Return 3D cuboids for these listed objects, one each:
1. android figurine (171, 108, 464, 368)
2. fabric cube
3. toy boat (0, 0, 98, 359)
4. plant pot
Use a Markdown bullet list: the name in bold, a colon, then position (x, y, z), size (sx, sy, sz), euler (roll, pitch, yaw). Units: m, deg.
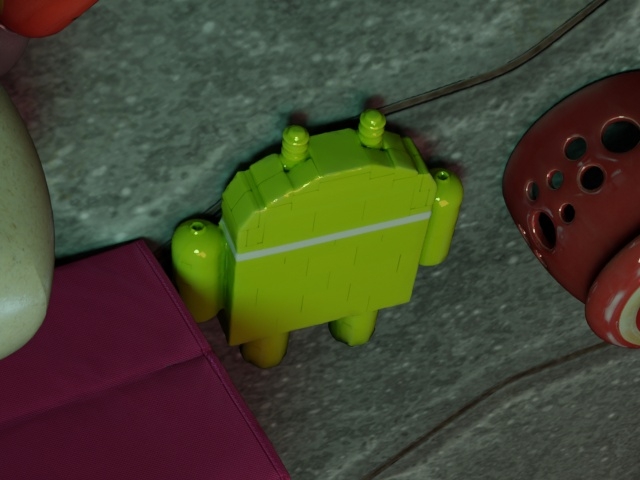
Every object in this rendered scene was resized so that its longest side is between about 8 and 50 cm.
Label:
- **android figurine**: position (0.000, 0.000, 1.265), size (0.248, 0.056, 0.273), euler (-14, 143, -15)
- **fabric cube**: position (-0.205, 0.199, 1.192), size (0.258, 0.259, 0.254), euler (-18, 143, -26)
- **toy boat**: position (-0.225, -0.073, 0.846), size (0.148, 0.318, 0.267), euler (-22, 112, 36)
- **plant pot**: position (0.272, -0.018, 1.308), size (0.191, 0.174, 0.191), euler (-18, 145, -13)
